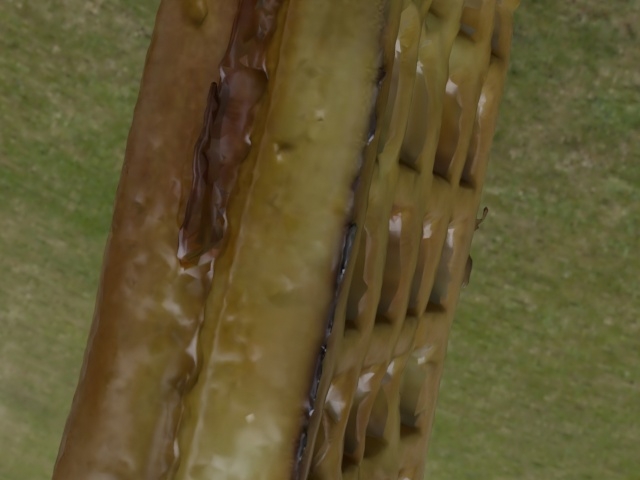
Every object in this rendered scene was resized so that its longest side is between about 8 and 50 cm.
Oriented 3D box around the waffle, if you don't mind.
[{"bbox_3d":[0.000,0.000,0.463,0.098,0.328,0.224,12,-178,17],"label":"waffle"}]
